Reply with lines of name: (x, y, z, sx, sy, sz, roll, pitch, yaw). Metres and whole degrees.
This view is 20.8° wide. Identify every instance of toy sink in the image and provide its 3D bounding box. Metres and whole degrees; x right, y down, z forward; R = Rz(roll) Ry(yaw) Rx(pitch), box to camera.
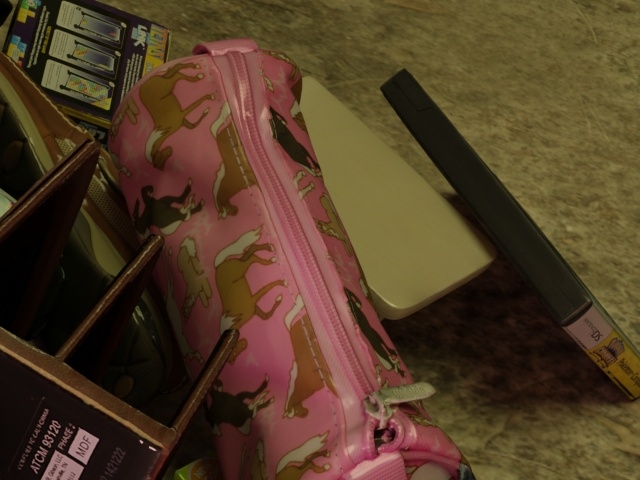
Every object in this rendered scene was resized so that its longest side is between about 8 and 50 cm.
toy sink: (0.000, 0.000, 1.429, 0.234, 0.131, 0.153, 43, 40, 18)

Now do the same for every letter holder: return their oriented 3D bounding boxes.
letter holder: (-0.164, 0.118, 1.048, 0.152, 0.302, 0.214, 31, 37, 2)

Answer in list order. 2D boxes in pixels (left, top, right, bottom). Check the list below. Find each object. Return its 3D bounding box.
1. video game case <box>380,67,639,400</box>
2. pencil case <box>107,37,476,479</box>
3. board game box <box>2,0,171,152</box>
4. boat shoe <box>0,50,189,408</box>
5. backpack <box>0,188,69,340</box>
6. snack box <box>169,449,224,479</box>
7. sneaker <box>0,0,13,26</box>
video game case: (0.176, -0.002, 1.509, 0.275, 0.035, 0.248, 55, 8, 29)
pencil case: (-0.030, 0.042, 1.196, 0.160, 0.167, 0.386, 31, 29, -52)
board game box: (-0.210, -0.146, 1.528, 0.141, 0.048, 0.170, 21, 38, -14)
boat shoe: (-0.188, -0.011, 1.345, 0.120, 0.122, 0.324, -11, 61, -48)
backpack: (-0.292, 0.012, 1.205, 0.188, 0.144, 0.166, 31, 69, 15)
snack box: (0.011, 0.222, 1.234, 0.207, 0.070, 0.174, 44, 40, 20)
sneaker: (-0.326, -0.155, 1.422, 0.106, 0.101, 0.267, 25, 39, -12)
